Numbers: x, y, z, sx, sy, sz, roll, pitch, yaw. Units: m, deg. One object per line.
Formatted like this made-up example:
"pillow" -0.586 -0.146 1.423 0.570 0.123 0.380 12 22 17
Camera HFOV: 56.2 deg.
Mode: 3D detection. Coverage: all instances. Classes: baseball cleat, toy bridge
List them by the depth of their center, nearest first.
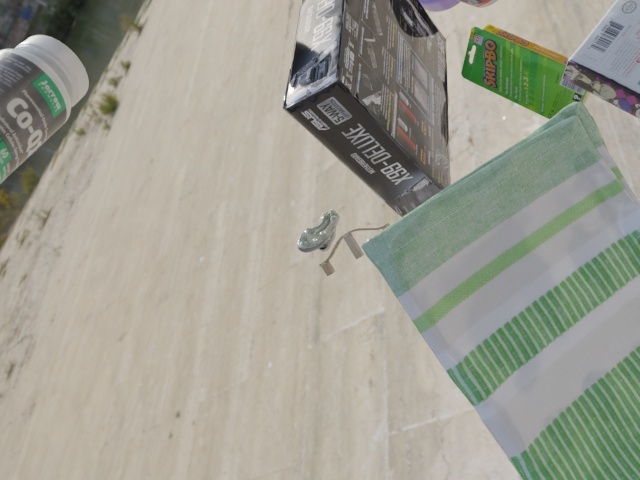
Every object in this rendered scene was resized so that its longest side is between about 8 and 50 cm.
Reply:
"toy bridge" 0.072 0.010 1.319 0.188 0.063 0.026 -31 0 21
"baseball cleat" 0.000 0.000 1.600 0.206 0.072 0.109 -45 -33 -49

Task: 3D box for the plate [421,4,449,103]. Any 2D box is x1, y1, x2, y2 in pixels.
"plate" 0.165 -0.341 1.356 0.277 0.278 0.045 -35 41 -6

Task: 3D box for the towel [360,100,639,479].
"towel" 0.223 0.072 0.494 0.248 0.325 0.038 -33 -3 -16

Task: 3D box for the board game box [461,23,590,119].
"board game box" 0.405 -0.330 1.188 0.259 0.124 0.039 32 57 22

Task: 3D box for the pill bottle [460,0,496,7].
"pill bottle" 0.197 -0.435 0.915 0.108 0.193 0.108 -10 77 56

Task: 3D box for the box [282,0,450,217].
"box" 0.075 -0.220 0.760 0.076 0.242 0.307 -19 51 34

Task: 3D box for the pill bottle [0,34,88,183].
"pill bottle" -0.686 -0.288 1.311 0.204 0.204 0.361 -30 27 45

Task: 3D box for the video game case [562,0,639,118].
"video game case" 0.416 -0.216 0.636 0.210 0.042 0.232 36 80 19

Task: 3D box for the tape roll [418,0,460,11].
"tape roll" 0.288 -0.676 1.490 0.189 0.080 0.189 3 95 33
